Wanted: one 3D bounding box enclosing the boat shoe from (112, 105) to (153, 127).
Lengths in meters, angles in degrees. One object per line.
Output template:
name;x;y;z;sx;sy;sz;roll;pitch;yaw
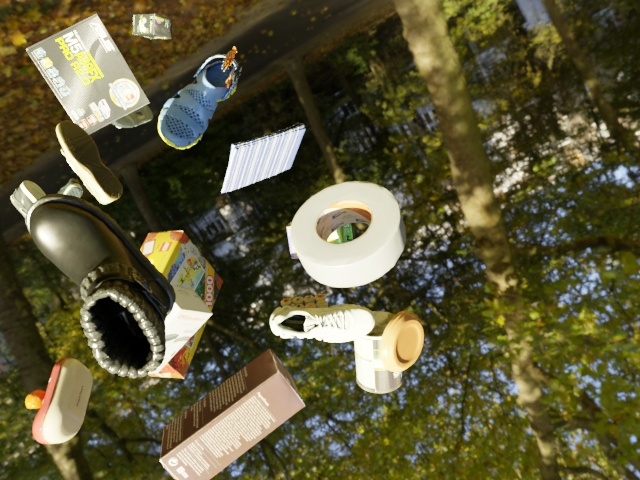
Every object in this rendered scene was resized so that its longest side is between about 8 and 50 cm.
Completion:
boat shoe;-0.662;-0.414;1.830;0.081;0.079;0.227;-23;-171;21

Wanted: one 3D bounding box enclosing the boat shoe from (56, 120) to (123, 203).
boat shoe;-0.403;-0.131;0.921;0.048;0.153;0.056;-17;-154;37

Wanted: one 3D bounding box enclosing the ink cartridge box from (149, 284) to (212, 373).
ink cartridge box;-0.561;0.313;1.867;0.307;0.129;0.223;-47;159;4

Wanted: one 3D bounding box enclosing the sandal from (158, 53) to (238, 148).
sandal;-0.307;-0.373;1.381;0.138;0.126;0.317;-28;-148;58

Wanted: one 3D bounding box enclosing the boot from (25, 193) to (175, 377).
boot;-0.401;0.068;0.957;0.131;0.348;0.260;-46;-164;7

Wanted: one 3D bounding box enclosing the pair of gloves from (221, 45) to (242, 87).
pair of gloves;-0.219;-0.428;1.329;0.010;0.083;0.074;17;-119;16

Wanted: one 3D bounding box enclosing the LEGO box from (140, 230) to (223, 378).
LEGO box;-0.650;0.267;2.253;0.193;0.372;0.500;-4;-131;23

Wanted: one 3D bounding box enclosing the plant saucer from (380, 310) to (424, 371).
plant saucer;0.266;0.323;1.695;0.200;0.200;0.037;-38;-148;-31

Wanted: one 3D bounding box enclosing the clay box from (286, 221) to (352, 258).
clay box;0.000;0.000;1.867;0.222;0.127;0.053;0;-157;20

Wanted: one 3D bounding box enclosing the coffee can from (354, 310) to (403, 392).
coffee can;0.241;0.463;2.236;0.202;0.275;0.201;-5;-157;2

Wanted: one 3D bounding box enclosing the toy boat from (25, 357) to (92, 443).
toy boat;-0.747;0.448;1.497;0.151;0.151;0.231;-4;-129;4

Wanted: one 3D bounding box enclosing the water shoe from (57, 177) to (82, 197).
water shoe;-0.959;-0.145;2.007;0.203;0.073;0.080;-41;-135;13

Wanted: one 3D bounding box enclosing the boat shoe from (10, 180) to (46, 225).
boat shoe;-0.769;-0.053;1.488;0.079;0.233;0.084;-38;177;7

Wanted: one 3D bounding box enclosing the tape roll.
tape roll;0.055;-0.016;1.056;0.219;0.072;0.219;-10;-131;12

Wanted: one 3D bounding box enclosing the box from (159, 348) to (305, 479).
box;-0.245;0.488;1.488;0.381;0.143;0.191;-37;-166;-5

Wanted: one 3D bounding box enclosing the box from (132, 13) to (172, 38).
box;-0.438;-0.558;1.399;0.083;0.052;0.062;13;-167;31

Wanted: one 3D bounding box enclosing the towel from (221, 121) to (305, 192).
towel;-0.213;-0.312;2.008;0.336;0.040;0.243;-26;156;-36

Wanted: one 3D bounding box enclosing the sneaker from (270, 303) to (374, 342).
sneaker;0.007;0.227;1.467;0.292;0.110;0.118;-2;171;-3

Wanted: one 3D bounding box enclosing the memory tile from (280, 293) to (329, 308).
memory tile;-0.049;0.207;1.676;0.148;0.012;0.113;-7;-150;-4

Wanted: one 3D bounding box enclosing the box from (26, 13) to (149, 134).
box;-0.655;-0.467;1.530;0.216;0.270;0.060;-30;-157;-8
